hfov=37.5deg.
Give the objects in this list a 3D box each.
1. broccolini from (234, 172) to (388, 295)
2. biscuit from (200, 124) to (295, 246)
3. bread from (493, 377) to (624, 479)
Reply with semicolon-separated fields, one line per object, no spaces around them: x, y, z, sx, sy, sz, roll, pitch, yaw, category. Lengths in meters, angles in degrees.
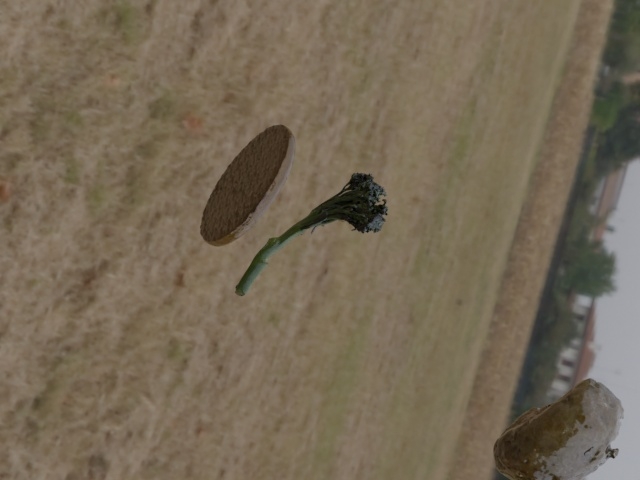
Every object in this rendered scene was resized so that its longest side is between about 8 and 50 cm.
-0.007;0.005;1.374;0.271;0.123;0.062;-39;117;-6;broccolini
-0.129;-0.098;1.710;0.262;0.037;0.262;-40;-151;27;biscuit
0.180;0.158;0.727;0.082;0.060;0.113;-32;171;-29;bread
